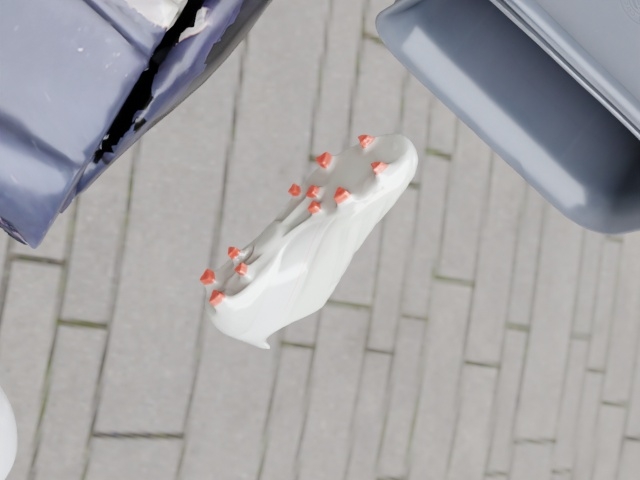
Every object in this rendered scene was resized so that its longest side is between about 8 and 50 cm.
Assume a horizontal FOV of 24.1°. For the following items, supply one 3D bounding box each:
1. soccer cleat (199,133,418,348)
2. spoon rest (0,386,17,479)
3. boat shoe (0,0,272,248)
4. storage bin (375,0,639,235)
[{"bbox_3d":[0.000,0.000,1.073,0.196,0.068,0.076,-41,126,15],"label":"soccer cleat"},{"bbox_3d":[-0.254,0.141,0.869,0.084,0.137,0.276,-61,-168,21],"label":"spoon rest"},{"bbox_3d":[-0.157,-0.133,0.354,0.341,0.127,0.158,31,82,-8],"label":"boat shoe"},{"bbox_3d":[0.104,-0.080,0.598,0.135,0.098,0.091,42,70,-12],"label":"storage bin"}]
